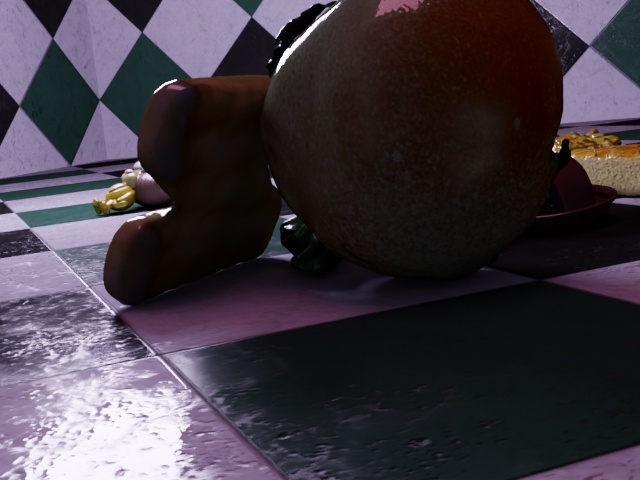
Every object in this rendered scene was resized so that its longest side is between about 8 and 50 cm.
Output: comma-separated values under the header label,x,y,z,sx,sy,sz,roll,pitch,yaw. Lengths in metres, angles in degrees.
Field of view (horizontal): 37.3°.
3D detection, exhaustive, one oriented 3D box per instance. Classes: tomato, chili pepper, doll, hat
label,x,y,z,sx,sy,sz,roll,pitch,yaw
tomato,0.076,-0.114,0.903,0.238,0.304,0.303,3,3,-29
chili pepper,-0.001,-0.003,1.061,0.108,0.062,0.216,-29,6,14
doll,-0.341,-0.103,1.831,0.145,0.096,0.188,-9,16,36
hat,0.264,-0.064,1.173,0.205,0.089,0.205,-6,10,1

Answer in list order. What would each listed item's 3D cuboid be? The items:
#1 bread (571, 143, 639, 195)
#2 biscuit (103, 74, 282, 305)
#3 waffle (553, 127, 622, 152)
label,x,y,z,sx,sy,sz,roll,pitch,yaw
bread,0.462,-0.104,1.363,0.125,0.068,0.188,-12,11,-37
biscuit,-0.108,-0.065,1.000,0.062,0.237,0.290,29,24,21
waffle,0.418,-0.171,1.839,0.301,0.068,0.325,-6,7,-4
